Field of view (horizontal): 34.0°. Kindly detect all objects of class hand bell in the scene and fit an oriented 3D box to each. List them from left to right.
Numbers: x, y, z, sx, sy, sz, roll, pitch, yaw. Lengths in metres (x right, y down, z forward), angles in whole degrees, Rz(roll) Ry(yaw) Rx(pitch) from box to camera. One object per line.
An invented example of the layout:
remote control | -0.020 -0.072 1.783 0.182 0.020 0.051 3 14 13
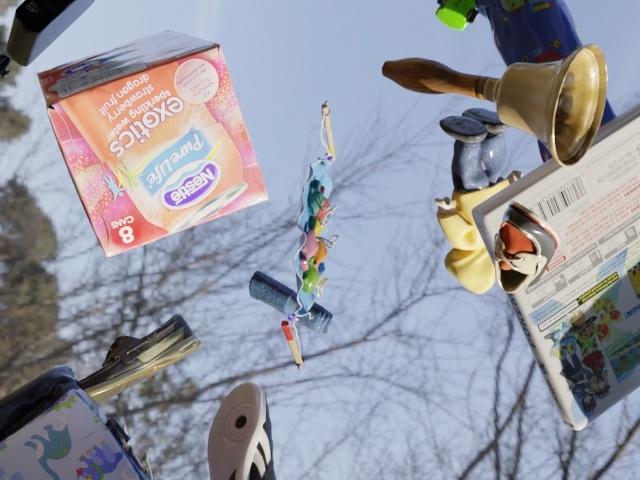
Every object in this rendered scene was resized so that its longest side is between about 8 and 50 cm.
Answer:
hand bell | 0.169 -0.167 1.125 0.242 0.126 0.126 18 -66 33

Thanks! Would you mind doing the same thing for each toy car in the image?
toy car | 0.231 -0.402 1.464 0.239 0.053 0.225 31 -57 5

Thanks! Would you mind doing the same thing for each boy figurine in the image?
boy figurine | 0.243 -0.055 1.597 0.092 0.177 0.285 29 -46 43

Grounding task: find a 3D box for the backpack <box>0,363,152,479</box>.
backpack | -0.306 0.349 1.222 0.355 0.290 0.273 60 -34 -1

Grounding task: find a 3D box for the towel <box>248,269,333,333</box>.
towel | -0.039 0.082 1.363 0.029 0.119 0.067 -58 173 -14

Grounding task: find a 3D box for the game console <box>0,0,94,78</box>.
game console | -0.388 -0.200 1.234 0.044 0.361 0.213 45 -14 -13

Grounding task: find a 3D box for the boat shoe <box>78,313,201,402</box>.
boat shoe | -0.280 0.173 1.538 0.073 0.223 0.080 60 -38 8

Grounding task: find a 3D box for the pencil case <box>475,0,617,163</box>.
pencil case | 0.313 -0.217 1.404 0.119 0.133 0.306 -24 -104 21

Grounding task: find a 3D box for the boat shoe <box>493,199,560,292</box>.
boat shoe | 0.158 0.008 0.831 0.049 0.043 0.137 43 -5 19

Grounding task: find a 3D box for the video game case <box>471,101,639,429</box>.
video game case | 0.362 0.011 1.209 0.300 0.329 0.036 63 -15 -20

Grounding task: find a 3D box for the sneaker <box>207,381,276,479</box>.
sneaker | -0.080 0.297 1.320 0.079 0.121 0.217 -17 -130 31

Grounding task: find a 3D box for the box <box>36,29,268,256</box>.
box | -0.170 -0.104 0.988 0.300 0.154 0.142 -143 -146 -68

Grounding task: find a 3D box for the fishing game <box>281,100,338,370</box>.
fishing game | 0.000 0.000 1.145 0.189 0.041 0.264 80 18 -65
